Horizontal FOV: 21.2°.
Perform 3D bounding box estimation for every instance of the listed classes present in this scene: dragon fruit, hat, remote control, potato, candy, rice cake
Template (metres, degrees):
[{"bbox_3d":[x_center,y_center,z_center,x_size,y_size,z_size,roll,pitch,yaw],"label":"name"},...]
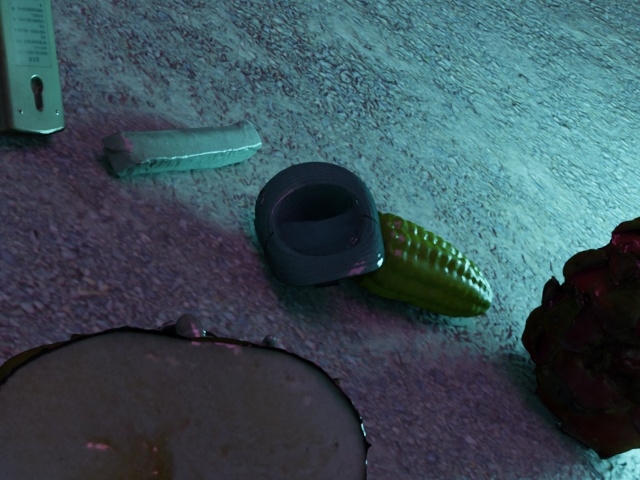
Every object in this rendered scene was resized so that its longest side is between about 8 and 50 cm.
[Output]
[{"bbox_3d":[0.391,0.095,1.990,0.250,0.291,0.269,40,26,15],"label":"dragon fruit"},{"bbox_3d":[0.000,0.000,1.889,0.138,0.078,0.191,-9,46,-5],"label":"hat"},{"bbox_3d":[-0.314,-0.222,1.770,0.098,0.038,0.233,-7,90,-59],"label":"remote control"},{"bbox_3d":[-0.129,0.195,1.360,0.299,0.196,0.246,6,74,-13],"label":"potato"},{"bbox_3d":[0.122,0.038,1.978,0.209,0.097,0.097,25,30,-35],"label":"candy"},{"bbox_3d":[-0.153,-0.104,1.915,0.245,0.042,0.045,-9,65,-55],"label":"rice cake"}]

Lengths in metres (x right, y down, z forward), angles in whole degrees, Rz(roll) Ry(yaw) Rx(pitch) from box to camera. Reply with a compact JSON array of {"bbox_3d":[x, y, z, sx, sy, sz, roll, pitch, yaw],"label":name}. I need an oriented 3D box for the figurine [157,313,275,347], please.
[{"bbox_3d":[-0.091,0.139,1.544,0.126,0.147,0.192,-3,26,-27],"label":"figurine"}]
